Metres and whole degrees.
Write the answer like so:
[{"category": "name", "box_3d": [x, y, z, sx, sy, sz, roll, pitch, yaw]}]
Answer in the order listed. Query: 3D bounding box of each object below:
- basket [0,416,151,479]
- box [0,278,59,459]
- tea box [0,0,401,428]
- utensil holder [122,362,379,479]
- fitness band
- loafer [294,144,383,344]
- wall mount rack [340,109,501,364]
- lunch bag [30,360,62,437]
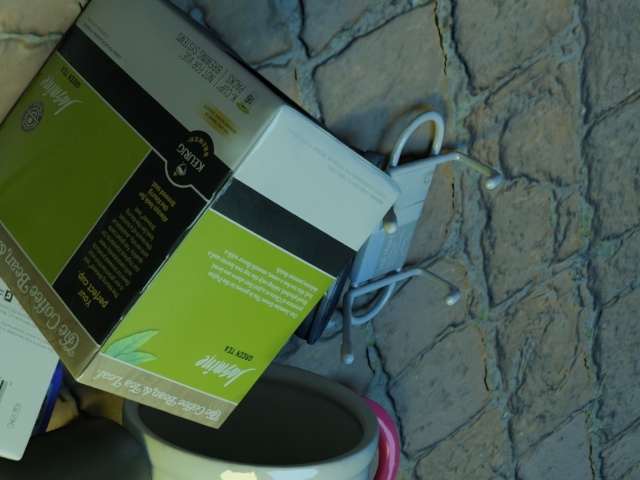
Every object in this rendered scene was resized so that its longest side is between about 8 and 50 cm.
[{"category": "basket", "box_3d": [-0.311, 0.302, 1.364, 0.154, 0.204, 0.227, -43, 169, 38]}, {"category": "box", "box_3d": [-0.384, 0.116, 1.275, 0.181, 0.119, 0.181, 32, 68, -42]}, {"category": "tea box", "box_3d": [-0.159, -0.045, 1.249, 0.323, 0.329, 0.220, -51, 140, 6]}, {"category": "utensil holder", "box_3d": [-0.106, 0.393, 1.583, 0.328, 0.328, 0.385, -7, 111, -38]}, {"category": "fitness band", "box_3d": [-0.007, 0.348, 1.830, 0.291, 0.054, 0.209, -18, 93, -26]}, {"category": "loafer", "box_3d": [0.000, 0.000, 1.628, 0.109, 0.095, 0.302, -55, 165, -59]}, {"category": "wall mount rack", "box_3d": [0.110, 0.009, 1.652, 0.304, 0.130, 0.350, -20, 134, -48]}, {"category": "lunch bag", "box_3d": [-0.434, 0.224, 1.396, 0.221, 0.138, 0.293, 25, 94, -46]}]
